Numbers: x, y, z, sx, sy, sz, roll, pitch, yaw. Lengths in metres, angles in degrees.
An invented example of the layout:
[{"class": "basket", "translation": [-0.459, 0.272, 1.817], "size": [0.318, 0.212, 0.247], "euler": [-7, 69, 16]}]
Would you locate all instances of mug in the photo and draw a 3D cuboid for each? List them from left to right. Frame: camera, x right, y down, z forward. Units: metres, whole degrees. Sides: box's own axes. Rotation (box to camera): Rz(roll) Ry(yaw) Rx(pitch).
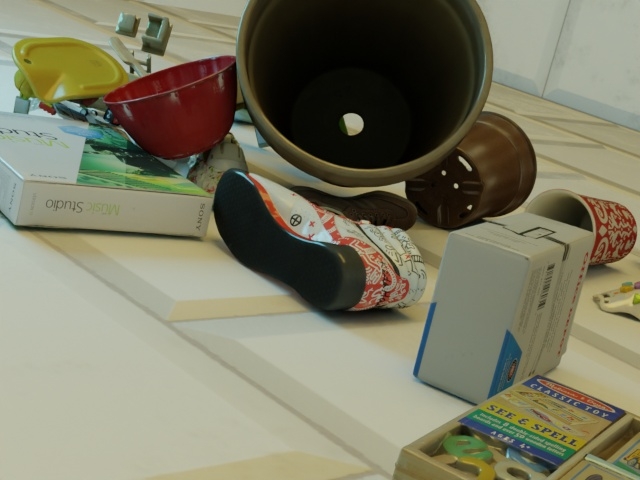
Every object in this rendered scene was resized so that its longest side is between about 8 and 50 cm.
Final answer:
[{"class": "mug", "translation": [0.358, -0.020, 1.702], "size": [0.150, 0.113, 0.169], "euler": [27, 16, 35]}]

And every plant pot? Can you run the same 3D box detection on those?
[{"class": "plant pot", "translation": [0.052, -0.199, 1.615], "size": [0.323, 0.323, 0.280], "euler": [15, -15, 2]}, {"class": "plant pot", "translation": [0.213, -0.098, 1.772], "size": [0.167, 0.167, 0.165], "euler": [21, 23, 25]}]

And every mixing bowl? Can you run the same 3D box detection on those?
[{"class": "mixing bowl", "translation": [-0.181, -0.165, 1.554], "size": [0.181, 0.098, 0.181], "euler": [-14, 19, 5]}]

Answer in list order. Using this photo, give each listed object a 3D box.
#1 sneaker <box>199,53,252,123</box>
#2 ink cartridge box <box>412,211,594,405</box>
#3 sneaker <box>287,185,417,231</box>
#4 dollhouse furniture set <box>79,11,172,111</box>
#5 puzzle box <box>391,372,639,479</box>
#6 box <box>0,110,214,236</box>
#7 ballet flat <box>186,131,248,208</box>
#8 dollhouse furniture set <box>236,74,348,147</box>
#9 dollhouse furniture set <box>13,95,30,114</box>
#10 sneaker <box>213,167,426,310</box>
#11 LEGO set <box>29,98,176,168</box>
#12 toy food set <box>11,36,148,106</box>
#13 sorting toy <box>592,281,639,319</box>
[{"class": "sneaker", "translation": [-0.058, -0.262, 2.197], "size": [0.366, 0.135, 0.150], "euler": [-10, 34, -38]}, {"class": "ink cartridge box", "translation": [0.182, 0.060, 1.161], "size": [0.086, 0.148, 0.203], "euler": [19, 15, 25]}, {"class": "sneaker", "translation": [0.040, -0.022, 1.536], "size": [0.188, 0.066, 0.071], "euler": [4, 34, -18]}, {"class": "dollhouse furniture set", "translation": [-0.343, -0.289, 1.899], "size": [0.182, 0.161, 0.101], "euler": [15, -13, 0]}, {"class": "puzzle box", "translation": [0.284, 0.219, 0.864], "size": [0.409, 0.052, 0.272], "euler": [21, 16, 26]}, {"class": "box", "translation": [-0.301, -0.086, 1.428], "size": [0.232, 0.058, 0.322], "euler": [4, 19, -35]}, {"class": "ballet flat", "translation": [-0.135, -0.102, 1.604], "size": [0.091, 0.077, 0.241], "euler": [12, 15, -18]}, {"class": "dollhouse furniture set", "translation": [-0.130, -0.173, 1.804], "size": [0.197, 0.151, 0.301], "euler": [-7, 10, 37]}, {"class": "dollhouse furniture set", "translation": [-0.409, -0.168, 1.627], "size": [0.151, 0.059, 0.076], "euler": [19, 16, 17]}, {"class": "sneaker", "translation": [0.000, 0.001, 1.331], "size": [0.145, 0.090, 0.270], "euler": [3, 22, -39]}, {"class": "LEGO set", "translation": [-0.323, -0.161, 1.746], "size": [0.182, 0.060, 0.244], "euler": [23, 11, -27]}, {"class": "toy food set", "translation": [-0.341, -0.218, 1.665], "size": [0.128, 0.071, 0.218], "euler": [46, 32, 21]}, {"class": "sorting toy", "translation": [0.389, 0.075, 1.528], "size": [0.075, 0.045, 0.083], "euler": [-6, 16, -1]}]
